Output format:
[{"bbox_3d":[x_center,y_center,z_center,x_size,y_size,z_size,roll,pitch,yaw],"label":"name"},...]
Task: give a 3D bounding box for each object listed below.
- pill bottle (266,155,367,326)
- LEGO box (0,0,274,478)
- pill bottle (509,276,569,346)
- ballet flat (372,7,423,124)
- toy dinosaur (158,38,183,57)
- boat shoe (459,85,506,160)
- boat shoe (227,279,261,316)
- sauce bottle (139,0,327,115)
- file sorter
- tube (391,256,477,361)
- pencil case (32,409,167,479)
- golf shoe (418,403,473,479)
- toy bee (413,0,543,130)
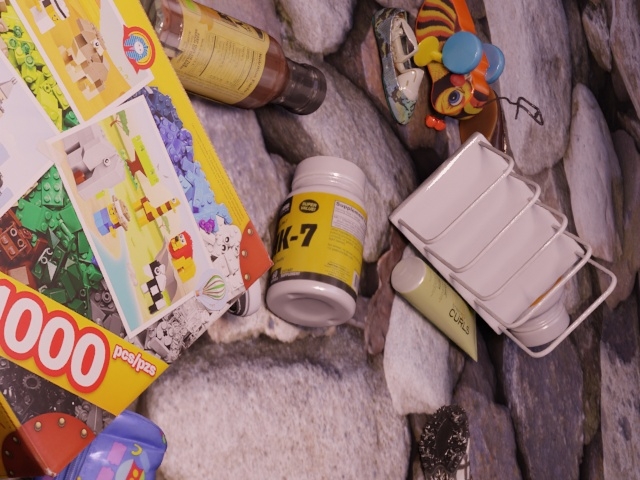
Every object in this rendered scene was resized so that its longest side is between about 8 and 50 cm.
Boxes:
[{"bbox_3d":[0.000,0.000,1.675,0.119,0.119,0.208,38,50,-42],"label":"pill bottle"},{"bbox_3d":[-0.312,-0.082,1.185,0.372,0.193,0.500,-46,116,-45],"label":"LEGO box"},{"bbox_3d":[0.323,0.051,2.088,0.245,0.136,0.136,62,38,-20],"label":"pill bottle"},{"bbox_3d":[0.130,-0.281,1.990,0.070,0.070,0.188,-17,93,-55],"label":"ballet flat"},{"bbox_3d":[-0.285,-0.270,1.383,0.118,0.064,0.268,-46,100,-12],"label":"toy dinosaur"},{"bbox_3d":[0.285,-0.163,2.165,0.073,0.073,0.207,21,70,-51],"label":"boat shoe"},{"bbox_3d":[-0.146,-0.003,1.518,0.076,0.080,0.228,-29,107,-36],"label":"boat shoe"},{"bbox_3d":[-0.121,-0.228,1.592,0.344,0.111,0.111,13,69,-54],"label":"sauce bottle"},{"bbox_3d":[0.282,0.011,1.900,0.277,0.193,0.173,46,0,-20],"label":"file sorter"},{"bbox_3d":[0.194,0.102,1.966,0.070,0.062,0.240,-53,136,-5],"label":"tube"},{"bbox_3d":[-0.251,0.294,1.232,0.133,0.119,0.306,75,27,-48],"label":"pencil case"},{"bbox_3d":[0.193,0.347,1.884,0.094,0.077,0.198,46,48,-56],"label":"golf shoe"},{"bbox_3d":[0.218,-0.269,2.064,0.195,0.162,0.298,32,30,-35],"label":"toy bee"}]
